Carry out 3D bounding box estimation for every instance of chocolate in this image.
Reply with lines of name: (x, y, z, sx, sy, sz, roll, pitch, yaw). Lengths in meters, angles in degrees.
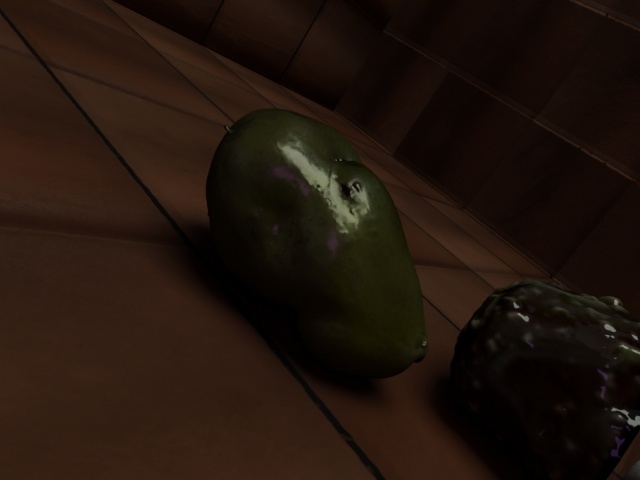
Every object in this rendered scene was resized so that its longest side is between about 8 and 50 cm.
chocolate: (0.288, 0.157, 0.676, 0.210, 0.225, 0.340, 33, 16, 26)

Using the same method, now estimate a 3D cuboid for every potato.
potato: (-0.003, 0.002, 0.608, 0.351, 0.202, 0.218, 51, 9, 11)

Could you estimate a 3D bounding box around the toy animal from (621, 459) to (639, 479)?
toy animal: (0.440, 0.337, 0.475, 0.271, 0.206, 0.265, -2, 24, -21)
